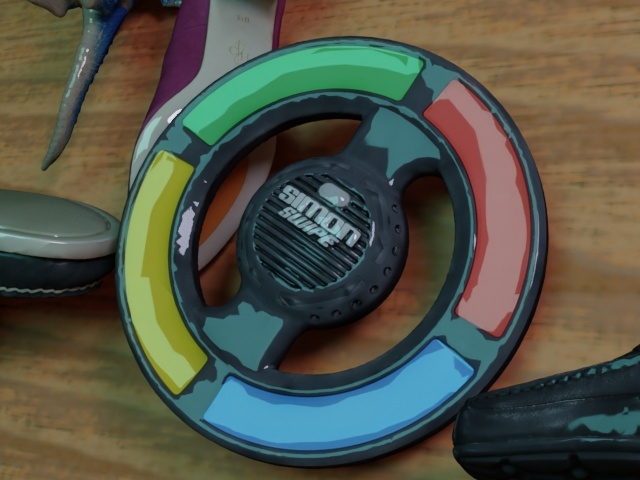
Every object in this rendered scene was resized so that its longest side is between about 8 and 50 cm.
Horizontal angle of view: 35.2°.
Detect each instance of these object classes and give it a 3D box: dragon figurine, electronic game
[{"bbox_3d":[-0.138,-0.194,0.695,0.085,0.144,0.289,-5,88,27],"label":"dragon figurine"},{"bbox_3d":[0.000,0.000,0.517,0.229,0.048,0.229,-6,70,16],"label":"electronic game"}]

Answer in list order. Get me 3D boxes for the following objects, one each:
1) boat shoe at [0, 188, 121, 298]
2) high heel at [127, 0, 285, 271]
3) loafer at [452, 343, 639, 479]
[{"bbox_3d":[-0.267,0.021,0.650,0.340,0.127,0.113,6,98,25],"label":"boat shoe"},{"bbox_3d":[-0.074,-0.091,0.635,0.117,0.082,0.244,-179,100,-72],"label":"high heel"},{"bbox_3d":[0.162,0.060,0.403,0.223,0.076,0.078,-11,55,20],"label":"loafer"}]
